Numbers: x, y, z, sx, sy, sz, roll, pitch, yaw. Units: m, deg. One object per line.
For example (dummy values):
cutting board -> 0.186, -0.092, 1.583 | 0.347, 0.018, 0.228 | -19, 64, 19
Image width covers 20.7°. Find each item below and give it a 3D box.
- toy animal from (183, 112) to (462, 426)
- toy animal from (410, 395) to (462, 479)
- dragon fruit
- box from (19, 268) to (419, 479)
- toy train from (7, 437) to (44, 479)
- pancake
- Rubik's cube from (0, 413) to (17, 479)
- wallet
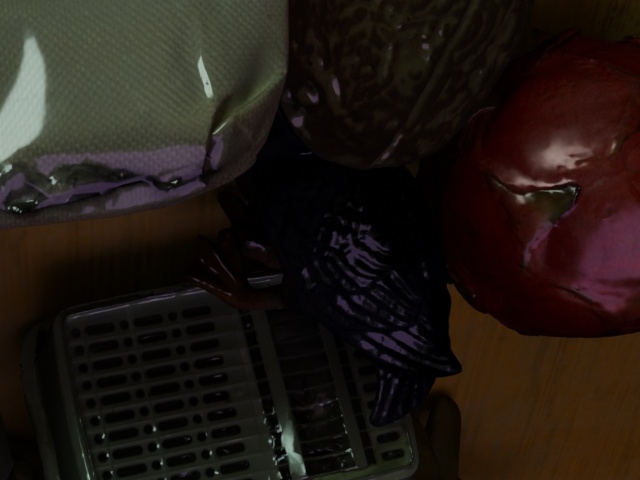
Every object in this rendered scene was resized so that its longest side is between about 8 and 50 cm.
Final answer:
toy animal -> 0.000, 0.000, 1.232 | 0.185, 0.298, 0.122 | -29, -166, 45
toy animal -> 0.079, 0.261, 1.629 | 0.181, 0.180, 0.363 | -29, 150, 19
dragon fruit -> 0.193, -0.036, 1.277 | 0.252, 0.241, 0.241 | 12, 140, 6
box -> -0.076, 0.138, 1.351 | 0.291, 0.220, 0.166 | -9, 163, -18
toy train -> -0.219, 0.272, 1.469 | 0.261, 0.177, 0.134 | 11, 131, -38
pancake -> 0.052, -0.165, 1.103 | 0.250, 0.031, 0.250 | -20, 123, -35
Rubik's cube -> -0.385, 0.204, 1.180 | 0.316, 0.321, 0.318 | -24, 143, -2
wallet -> -0.164, -0.138, 0.939 | 0.335, 0.274, 0.068 | -6, 162, -12
